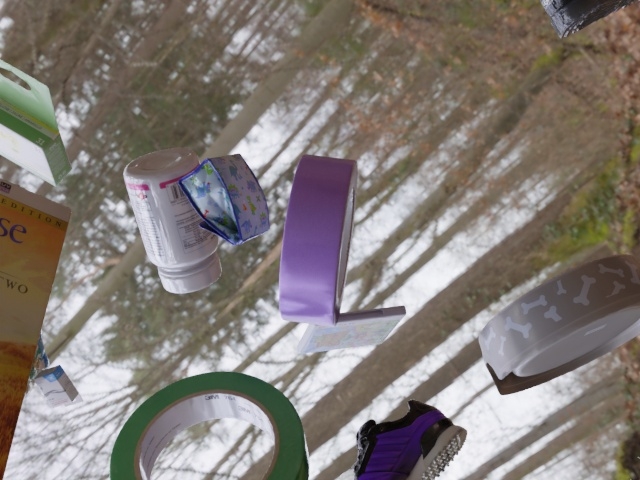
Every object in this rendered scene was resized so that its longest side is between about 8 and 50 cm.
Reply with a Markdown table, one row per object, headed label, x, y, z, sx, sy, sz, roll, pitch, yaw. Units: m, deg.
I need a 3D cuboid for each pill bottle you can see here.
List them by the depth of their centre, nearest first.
| label | x | y | z | sx | sy | sz | roll | pitch | yaw |
| --- | --- | --- | --- | --- | --- | --- | --- | --- | --- |
| pill bottle | -0.308 | -0.040 | 1.836 | 0.160 | 0.160 | 0.283 | -65 | -32 | -59 |

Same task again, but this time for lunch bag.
| label | x | y | z | sx | sy | sz | roll | pitch | yaw |
| --- | --- | --- | --- | --- | --- | --- | --- | --- | --- |
| lunch bag | -0.158 | -0.067 | 1.503 | 0.151 | 0.096 | 0.129 | 56 | -155 | 3 |

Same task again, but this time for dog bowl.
| label | x | y | z | sx | sy | sz | roll | pitch | yaw |
| --- | --- | --- | --- | --- | --- | --- | --- | --- | --- |
| dog bowl | 0.433 | 0.145 | 1.492 | 0.348 | 0.349 | 0.102 | 6 | -129 | -51 |

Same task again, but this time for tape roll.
| label | x | y | z | sx | sy | sz | roll | pitch | yaw |
| --- | --- | --- | --- | --- | --- | --- | --- | --- | --- |
| tape roll | 0.000 | 0.000 | 1.403 | 0.090 | 0.275 | 0.275 | 7 | -147 | 5 |
| tape roll | -0.181 | 0.364 | 1.411 | 0.321 | 0.321 | 0.077 | -96 | -1 | -47 |

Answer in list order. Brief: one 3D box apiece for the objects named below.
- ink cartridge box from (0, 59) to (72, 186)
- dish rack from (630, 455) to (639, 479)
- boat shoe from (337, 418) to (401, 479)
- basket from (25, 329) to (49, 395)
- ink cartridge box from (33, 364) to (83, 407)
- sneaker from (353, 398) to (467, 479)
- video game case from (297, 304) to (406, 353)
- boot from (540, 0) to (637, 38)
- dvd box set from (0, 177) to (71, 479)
| label | x | y | z | sx | sy | sz | roll | pitch | yaw |
| --- | --- | --- | --- | --- | --- | --- | --- | --- | --- |
| ink cartridge box | -0.540 | -0.215 | 1.521 | 0.171 | 0.235 | 0.056 | 29 | -118 | 12 |
| dish rack | 0.487 | 0.296 | 1.161 | 0.074 | 0.272 | 0.208 | 20 | 178 | 40 |
| boat shoe | 0.130 | 0.494 | 1.852 | 0.109 | 0.305 | 0.091 | 42 | -149 | 12 |
| basket | -0.615 | 0.195 | 1.488 | 0.289 | 0.201 | 0.255 | -41 | -46 | -57 |
| ink cartridge box | -0.470 | 0.269 | 1.542 | 0.083 | 0.048 | 0.028 | 62 | -156 | -18 |
| sneaker | 0.101 | 0.387 | 1.451 | 0.146 | 0.293 | 0.102 | 39 | 163 | 30 |
| video game case | 0.061 | 0.189 | 1.793 | 0.193 | 0.212 | 0.023 | -5 | -112 | -13 |
| boot | 0.493 | -0.659 | 1.647 | 0.367 | 0.146 | 0.445 | -27 | -98 | -16 |
| dvd box set | -0.445 | 0.088 | 0.879 | 0.307 | 0.062 | 0.420 | 26 | -131 | -29 |
